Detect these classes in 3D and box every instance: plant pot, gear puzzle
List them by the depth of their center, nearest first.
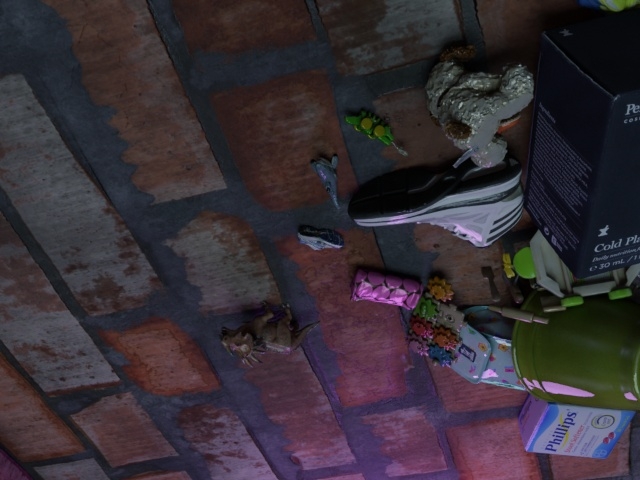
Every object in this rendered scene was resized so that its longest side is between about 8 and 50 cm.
[{"bbox_3d":[0.769,0.298,1.757,0.366,0.353,0.366,-2,95,-25],"label":"plant pot"},{"bbox_3d":[0.347,0.247,1.981,0.175,0.044,0.339,25,133,25],"label":"gear puzzle"}]

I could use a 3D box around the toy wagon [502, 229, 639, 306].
[{"bbox_3d":[0.654,0.037,1.736,0.344,0.267,0.068,-11,167,12],"label":"toy wagon"}]

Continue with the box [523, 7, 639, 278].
[{"bbox_3d":[0.723,-0.224,1.397,0.480,0.297,0.471,-15,132,-4],"label":"box"}]

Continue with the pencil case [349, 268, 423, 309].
[{"bbox_3d":[0.192,0.146,1.931,0.209,0.095,0.098,11,93,-3],"label":"pencil case"}]

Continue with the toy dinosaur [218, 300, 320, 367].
[{"bbox_3d":[-0.152,0.297,1.994,0.296,0.200,0.127,5,128,-2],"label":"toy dinosaur"}]

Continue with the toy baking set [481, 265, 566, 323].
[{"bbox_3d":[0.554,0.144,1.825,0.256,0.197,0.030,8,134,30],"label":"toy baking set"}]

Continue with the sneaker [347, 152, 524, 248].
[{"bbox_3d":[0.310,-0.054,1.718,0.448,0.169,0.257,-11,132,17],"label":"sneaker"}]

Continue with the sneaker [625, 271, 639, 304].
[{"bbox_3d":[0.864,0.108,1.831,0.305,0.152,0.114,22,127,-13],"label":"sneaker"}]

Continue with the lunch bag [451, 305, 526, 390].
[{"bbox_3d":[0.525,0.326,2.017,0.262,0.160,0.223,9,130,8],"label":"lunch bag"}]

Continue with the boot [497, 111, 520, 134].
[{"bbox_3d":[0.423,-0.266,1.619,0.158,0.059,0.084,-21,128,28],"label":"boot"}]

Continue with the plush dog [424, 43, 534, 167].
[{"bbox_3d":[0.315,-0.308,1.488,0.211,0.225,0.262,-12,138,-24],"label":"plush dog"}]

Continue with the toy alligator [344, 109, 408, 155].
[{"bbox_3d":[0.146,-0.274,1.628,0.190,0.056,0.051,26,84,-17],"label":"toy alligator"}]

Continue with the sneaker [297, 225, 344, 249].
[{"bbox_3d":[0.000,0.000,1.855,0.135,0.052,0.058,15,138,0],"label":"sneaker"}]

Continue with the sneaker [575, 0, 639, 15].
[{"bbox_3d":[0.627,-0.515,1.402,0.240,0.126,0.091,14,108,-43],"label":"sneaker"}]

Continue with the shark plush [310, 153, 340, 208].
[{"bbox_3d":[0.014,-0.149,1.718,0.073,0.067,0.161,-3,128,5],"label":"shark plush"}]

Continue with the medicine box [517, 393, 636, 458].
[{"bbox_3d":[0.846,0.584,2.209,0.289,0.149,0.263,5,128,-3],"label":"medicine box"}]
